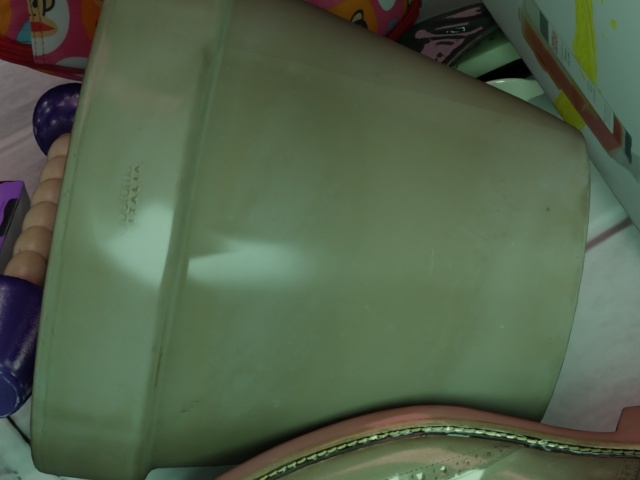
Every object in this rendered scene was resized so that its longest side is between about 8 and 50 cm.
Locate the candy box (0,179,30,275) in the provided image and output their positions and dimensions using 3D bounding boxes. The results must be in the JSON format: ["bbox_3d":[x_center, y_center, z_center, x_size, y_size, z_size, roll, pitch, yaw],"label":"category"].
[{"bbox_3d":[-0.306,0.037,1.151,0.196,0.070,0.165,-1,41,9],"label":"candy box"}]

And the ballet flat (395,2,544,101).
[{"bbox_3d":[0.172,-0.152,1.274,0.280,0.095,0.096,-27,52,-5],"label":"ballet flat"}]

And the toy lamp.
[{"bbox_3d":[-0.184,0.004,1.091,0.080,0.080,0.274,-1,37,9],"label":"toy lamp"}]

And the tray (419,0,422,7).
[{"bbox_3d":[-0.084,-0.301,1.501,0.203,0.076,0.411,-19,42,-11],"label":"tray"}]

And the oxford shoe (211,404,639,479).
[{"bbox_3d":[0.093,0.168,0.887,0.348,0.123,0.130,-7,46,4],"label":"oxford shoe"}]

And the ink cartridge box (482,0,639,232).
[{"bbox_3d":[0.241,-0.156,1.043,0.160,0.279,0.384,-22,57,-10],"label":"ink cartridge box"}]

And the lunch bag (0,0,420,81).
[{"bbox_3d":[-0.077,-0.202,1.220,0.293,0.120,0.258,8,28,16],"label":"lunch bag"}]

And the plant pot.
[{"bbox_3d":[0.000,0.000,0.987,0.280,0.323,0.323,10,42,-1],"label":"plant pot"}]
